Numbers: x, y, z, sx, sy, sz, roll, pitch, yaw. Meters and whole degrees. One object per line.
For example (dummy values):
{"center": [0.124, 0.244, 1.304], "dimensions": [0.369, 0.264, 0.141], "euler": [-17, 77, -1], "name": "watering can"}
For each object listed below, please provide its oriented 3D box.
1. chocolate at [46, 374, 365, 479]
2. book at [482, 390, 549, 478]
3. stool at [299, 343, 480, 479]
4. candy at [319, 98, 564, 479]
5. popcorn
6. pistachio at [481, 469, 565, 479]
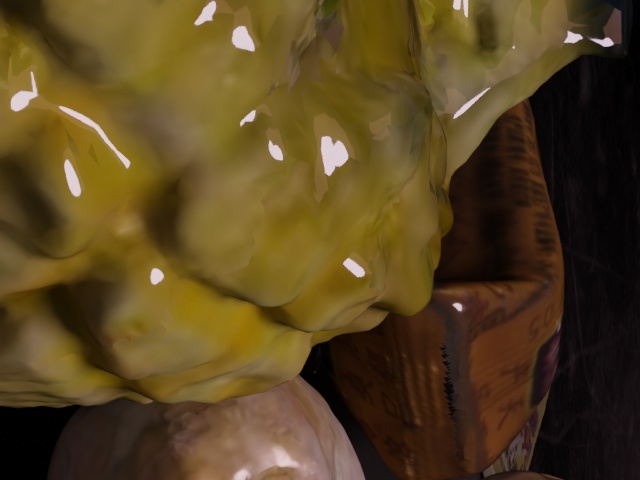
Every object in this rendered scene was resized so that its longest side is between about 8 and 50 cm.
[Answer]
{"center": [-0.040, 0.149, 0.593], "dimensions": [0.309, 0.134, 0.134], "euler": [84, 19, -54], "name": "chocolate"}
{"center": [0.167, 0.129, 1.221], "dimensions": [0.192, 0.013, 0.168], "euler": [-63, 143, -46], "name": "book"}
{"center": [-0.005, 0.086, 0.717], "dimensions": [0.228, 0.153, 0.139], "euler": [123, -22, -49], "name": "stool"}
{"center": [0.055, -0.025, 0.619], "dimensions": [0.143, 0.101, 0.271], "euler": [81, 11, -45], "name": "candy"}
{"center": [-0.071, -0.084, 0.443], "dimensions": [0.293, 0.237, 0.293], "euler": [-2, 92, -56], "name": "popcorn"}
{"center": [0.143, 0.298, 0.981], "dimensions": [0.299, 0.187, 0.187], "euler": [-64, 145, -34], "name": "pistachio"}
